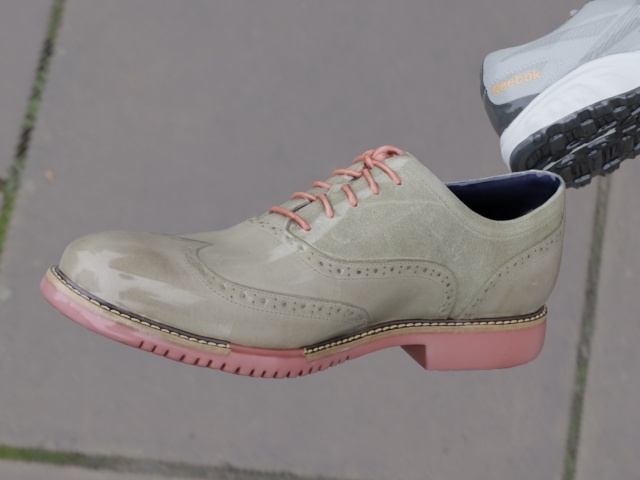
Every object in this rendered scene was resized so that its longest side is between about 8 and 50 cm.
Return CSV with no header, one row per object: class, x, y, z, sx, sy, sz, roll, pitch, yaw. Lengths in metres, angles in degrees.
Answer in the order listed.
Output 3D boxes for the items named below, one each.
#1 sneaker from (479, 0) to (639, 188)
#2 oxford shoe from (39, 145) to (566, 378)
sneaker,0.230,-0.131,1.198,0.272,0.100,0.108,-21,55,-7
oxford shoe,0.000,0.000,1.064,0.123,0.348,0.130,34,116,45
